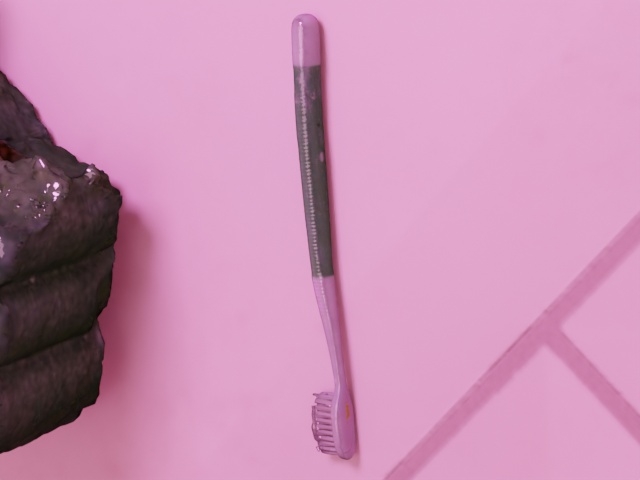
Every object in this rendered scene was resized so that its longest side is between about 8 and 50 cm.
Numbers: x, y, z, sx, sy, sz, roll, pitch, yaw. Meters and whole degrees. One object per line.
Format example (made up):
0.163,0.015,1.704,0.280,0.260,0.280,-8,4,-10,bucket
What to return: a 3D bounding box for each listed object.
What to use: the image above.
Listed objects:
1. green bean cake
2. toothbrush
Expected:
-0.266,-0.046,1.182,0.308,0.169,0.300,17,111,26,green bean cake
0.000,0.000,1.118,0.024,0.018,0.257,5,104,37,toothbrush
